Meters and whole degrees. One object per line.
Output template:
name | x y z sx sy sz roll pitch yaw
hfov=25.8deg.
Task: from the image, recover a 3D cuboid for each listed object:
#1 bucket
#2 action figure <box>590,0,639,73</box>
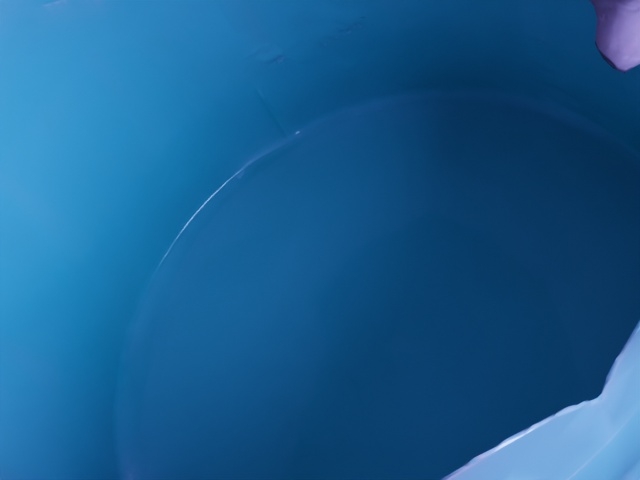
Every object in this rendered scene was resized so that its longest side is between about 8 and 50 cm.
bucket | 0.000 0.000 0.441 0.183 0.281 0.281 56 31 -56
action figure | -0.031 -0.146 0.259 0.330 0.341 0.178 37 51 -27
